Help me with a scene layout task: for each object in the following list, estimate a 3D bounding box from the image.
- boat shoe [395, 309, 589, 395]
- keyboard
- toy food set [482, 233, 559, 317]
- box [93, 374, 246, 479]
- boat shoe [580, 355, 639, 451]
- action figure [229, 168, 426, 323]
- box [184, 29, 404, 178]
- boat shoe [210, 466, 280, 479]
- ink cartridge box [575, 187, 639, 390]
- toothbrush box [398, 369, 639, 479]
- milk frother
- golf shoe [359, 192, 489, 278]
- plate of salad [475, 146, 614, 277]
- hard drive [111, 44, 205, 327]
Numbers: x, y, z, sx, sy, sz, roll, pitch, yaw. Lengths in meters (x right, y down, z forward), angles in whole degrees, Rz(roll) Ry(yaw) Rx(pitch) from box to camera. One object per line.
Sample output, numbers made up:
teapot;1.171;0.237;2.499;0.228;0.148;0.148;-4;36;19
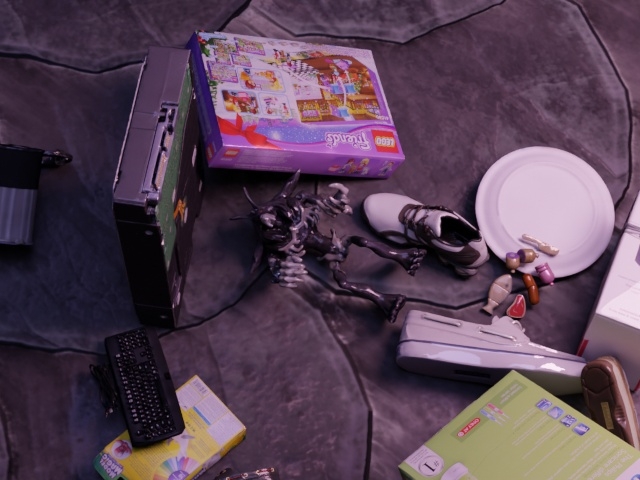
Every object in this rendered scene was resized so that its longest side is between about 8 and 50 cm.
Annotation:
boat shoe;0.237;0.145;1.854;0.268;0.096;0.088;6;65;11
keyboard;-0.245;0.186;1.813;0.100;0.038;0.192;-21;46;-5
toy food set;0.281;0.056;1.918;0.078;0.019;0.122;24;87;4
box;-0.196;0.270;1.797;0.179;0.043;0.105;-37;69;-22
boat shoe;0.387;0.241;1.794;0.068;0.072;0.190;-3;97;36
action figure;0.000;0.000;1.892;0.276;0.141;0.164;24;85;8
box;-0.038;-0.192;1.982;0.293;0.057;0.201;3;57;-29
boat shoe;-0.116;0.313;1.772;0.133;0.049;0.042;-4;64;-11
ink cartridge box;0.432;0.054;1.860;0.100;0.172;0.237;22;63;10
toothbrush box;0.268;0.316;1.681;0.206;0.122;0.283;-38;41;-20
milk frother;-0.415;-0.066;1.950;0.143;0.129;0.134;5;96;-31
golf shoe;0.148;-0.027;1.942;0.198;0.094;0.077;25;65;13
plate of salad;0.318;-0.039;1.978;0.200;0.048;0.199;2;71;-4
hard drive;-0.207;-0.062;1.810;0.064;0.339;0.236;7;62;2
